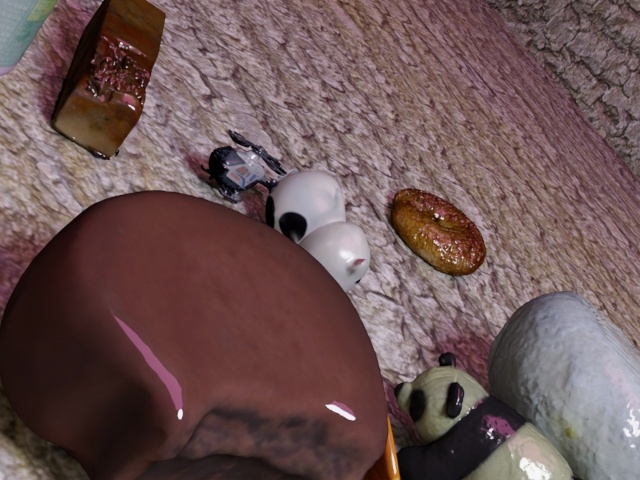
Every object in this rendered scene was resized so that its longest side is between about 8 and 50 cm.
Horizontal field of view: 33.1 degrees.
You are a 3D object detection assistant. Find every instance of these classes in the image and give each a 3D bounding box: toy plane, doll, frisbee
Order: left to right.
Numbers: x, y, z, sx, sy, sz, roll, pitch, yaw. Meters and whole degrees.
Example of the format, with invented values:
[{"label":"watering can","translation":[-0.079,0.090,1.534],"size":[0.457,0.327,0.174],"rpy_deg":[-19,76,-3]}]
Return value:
[{"label":"toy plane","translation":[-0.095,-0.091,1.435],"size":[0.053,0.078,0.197],"rpy_deg":[51,11,26]},{"label":"doll","translation":[-0.001,-0.005,1.386],"size":[0.107,0.110,0.181],"rpy_deg":[7,43,-50]},{"label":"frisbee","translation":[0.053,0.225,1.042],"size":[0.035,0.192,0.192],"rpy_deg":[-9,37,-3]},{"label":"doll","translation":[0.180,0.240,1.214],"size":[0.234,0.135,0.143],"rpy_deg":[44,22,15]}]

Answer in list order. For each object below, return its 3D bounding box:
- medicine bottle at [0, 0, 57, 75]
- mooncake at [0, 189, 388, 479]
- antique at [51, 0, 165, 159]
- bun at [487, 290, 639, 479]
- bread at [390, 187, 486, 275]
[{"label":"medicine bottle","translation":[-0.340,-0.261,1.104],"size":[0.133,0.274,0.133],"rpy_deg":[34,23,-16]},{"label":"mooncake","translation":[-0.101,0.113,0.952],"size":[0.334,0.174,0.326],"rpy_deg":[49,28,11]},{"label":"antique","translation":[-0.266,-0.222,1.377],"size":[0.087,0.093,0.310],"rpy_deg":[32,26,-21]},{"label":"bun","translation":[0.346,0.230,1.362],"size":[0.362,0.211,0.362],"rpy_deg":[42,18,-17]},{"label":"bread","translation":[0.195,-0.017,1.764],"size":[0.193,0.064,0.193],"rpy_deg":[30,26,-16]}]
